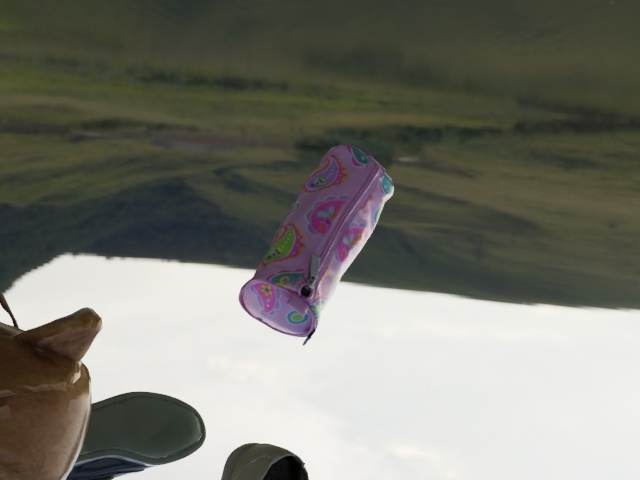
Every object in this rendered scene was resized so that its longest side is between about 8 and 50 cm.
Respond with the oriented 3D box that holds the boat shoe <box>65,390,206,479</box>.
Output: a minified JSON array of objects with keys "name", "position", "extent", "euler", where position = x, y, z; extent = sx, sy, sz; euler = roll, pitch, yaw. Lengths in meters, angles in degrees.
[{"name":"boat shoe","position":[-0.226,0.207,0.962],"extent":[0.228,0.081,0.069],"euler":[4,147,-41]}]

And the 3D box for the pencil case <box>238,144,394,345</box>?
[{"name":"pencil case","position":[0.000,0.000,1.284],"extent":[0.124,0.124,0.284],"euler":[8,-130,30]}]

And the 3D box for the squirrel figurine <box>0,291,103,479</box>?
[{"name":"squirrel figurine","position":[-0.347,0.101,0.651],"extent":[0.371,0.281,0.397],"euler":[19,167,-12]}]

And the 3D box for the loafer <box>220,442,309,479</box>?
[{"name":"loafer","position":[-0.066,0.330,0.950],"extent":[0.102,0.268,0.092],"euler":[18,147,-26]}]
